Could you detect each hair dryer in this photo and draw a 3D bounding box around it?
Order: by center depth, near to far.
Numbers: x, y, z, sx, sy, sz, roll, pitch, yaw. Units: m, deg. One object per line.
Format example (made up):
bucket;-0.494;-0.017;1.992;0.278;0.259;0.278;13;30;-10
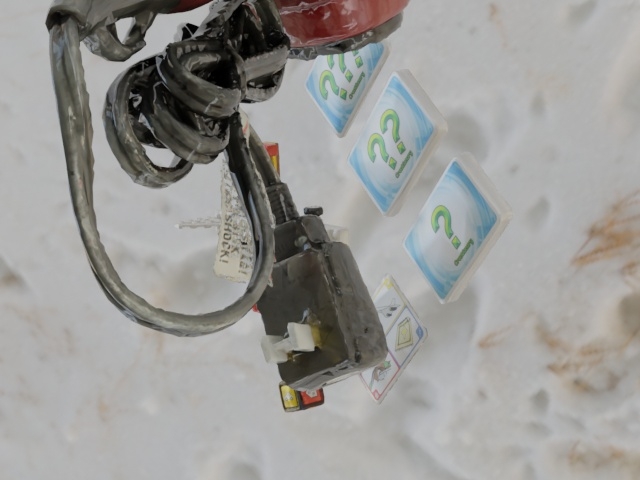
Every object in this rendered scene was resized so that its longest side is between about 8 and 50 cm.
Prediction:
hair dryer;-0.015;-0.104;0.448;0.080;0.223;0.294;-10;74;9

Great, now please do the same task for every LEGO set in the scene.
LEGO set;0.000;0.000;0.889;0.182;0.060;0.244;58;139;27
